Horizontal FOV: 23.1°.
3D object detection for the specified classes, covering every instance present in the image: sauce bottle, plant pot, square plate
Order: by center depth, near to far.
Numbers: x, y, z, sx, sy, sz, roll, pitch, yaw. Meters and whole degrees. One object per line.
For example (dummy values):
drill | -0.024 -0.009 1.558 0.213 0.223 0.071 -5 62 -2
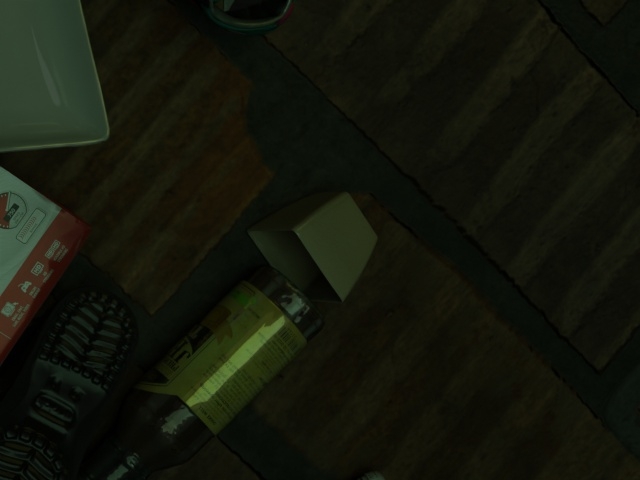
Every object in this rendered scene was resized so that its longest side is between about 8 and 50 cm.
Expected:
square plate | -0.411 -0.242 1.586 0.344 0.049 0.347 -9 83 -30
sauce bottle | -0.149 0.177 1.787 0.344 0.111 0.111 -44 112 -13
plant pot | 0.000 0.000 1.832 0.096 0.109 0.109 -44 112 -25

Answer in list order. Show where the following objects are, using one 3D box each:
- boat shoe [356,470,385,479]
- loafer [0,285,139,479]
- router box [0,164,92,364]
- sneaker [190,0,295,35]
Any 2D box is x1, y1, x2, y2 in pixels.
boat shoe | 0.079 0.398 1.947 0.076 0.083 0.226 -23 95 -6
loafer | -0.319 0.221 1.684 0.134 0.130 0.366 38 68 -12
router box | -0.461 0.039 1.648 0.301 0.082 0.335 36 84 -24
sneaker | -0.139 -0.315 1.676 0.296 0.178 0.123 31 86 -24
